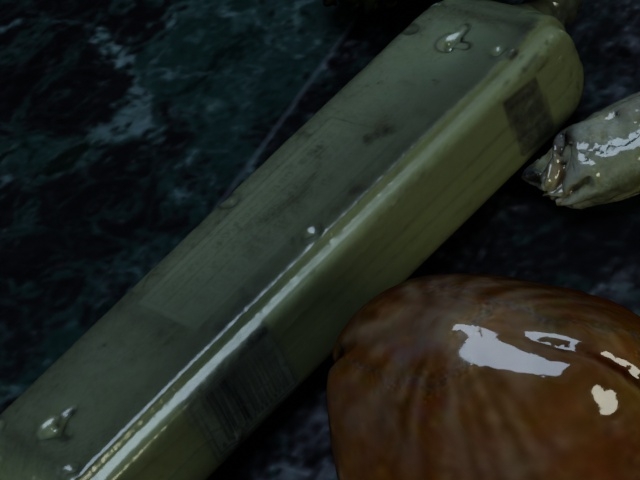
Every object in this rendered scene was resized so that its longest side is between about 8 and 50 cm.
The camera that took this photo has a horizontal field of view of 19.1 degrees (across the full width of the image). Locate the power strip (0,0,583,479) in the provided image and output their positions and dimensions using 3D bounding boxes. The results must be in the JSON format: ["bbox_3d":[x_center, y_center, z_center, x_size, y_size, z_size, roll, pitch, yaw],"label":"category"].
[{"bbox_3d":[0.000,0.000,0.893,0.387,0.066,0.092,-45,41,-21],"label":"power strip"}]

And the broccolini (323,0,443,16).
[{"bbox_3d":[0.059,-0.141,0.982,0.091,0.068,0.203,-3,15,-26],"label":"broccolini"}]

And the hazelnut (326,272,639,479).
[{"bbox_3d":[0.077,0.071,0.730,0.150,0.150,0.150,-11,43,11],"label":"hazelnut"}]

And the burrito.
[{"bbox_3d":[0.185,-0.057,0.892,0.188,0.045,0.058,-17,16,8],"label":"burrito"}]
